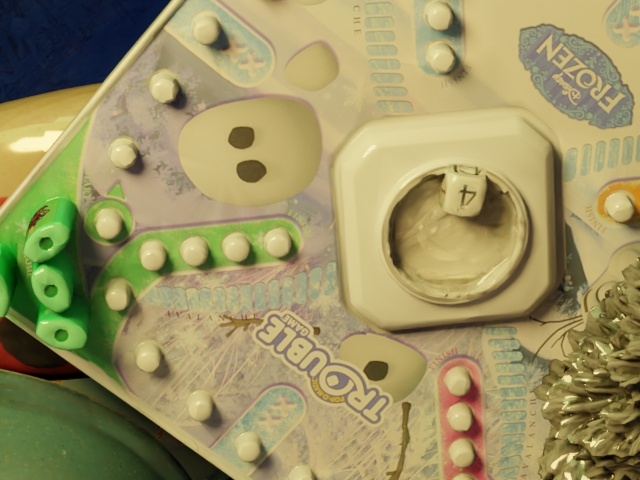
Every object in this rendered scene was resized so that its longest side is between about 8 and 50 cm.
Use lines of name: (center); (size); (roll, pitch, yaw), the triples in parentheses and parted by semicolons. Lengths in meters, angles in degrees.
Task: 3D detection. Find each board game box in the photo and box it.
board game box: (0.072, -0.004, 0.932); (0.390, 0.390, 0.050); (-48, 17, 12)

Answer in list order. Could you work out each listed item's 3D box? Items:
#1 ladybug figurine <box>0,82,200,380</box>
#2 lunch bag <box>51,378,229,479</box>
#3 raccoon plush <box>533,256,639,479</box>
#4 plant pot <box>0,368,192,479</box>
ladybug figurine: (-0.069, -0.006, 1.088); (0.449, 0.162, 0.305); (-7, -8, -18)
lunch bag: (-0.189, 0.088, 1.352); (0.262, 0.223, 0.160); (-1, 36, 48)
raccoon plush: (0.257, 0.066, 0.751); (0.216, 0.446, 0.299); (-9, 19, -25)
plant pot: (-0.222, 0.307, 0.975); (0.341, 0.341, 0.334); (-28, 37, 14)
